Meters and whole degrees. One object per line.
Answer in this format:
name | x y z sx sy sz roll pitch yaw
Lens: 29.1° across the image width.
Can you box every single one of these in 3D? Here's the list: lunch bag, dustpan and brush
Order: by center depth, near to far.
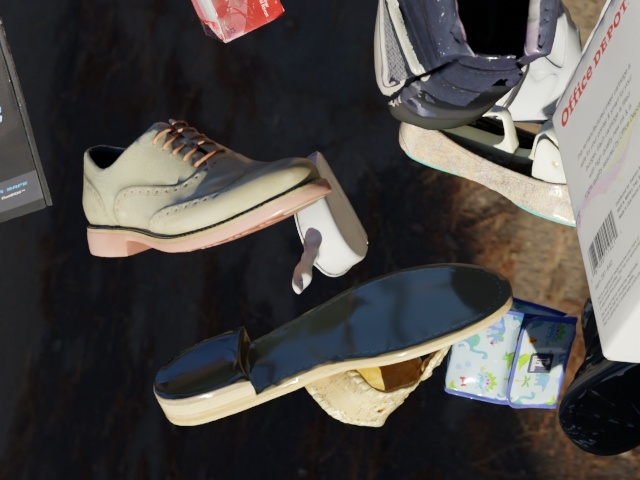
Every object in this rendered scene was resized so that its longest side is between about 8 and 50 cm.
dustpan and brush | 0.000 0.000 1.478 0.060 0.147 0.211 -24 23 14
lunch bag | 0.244 0.142 1.586 0.096 0.151 0.128 -63 -15 -75

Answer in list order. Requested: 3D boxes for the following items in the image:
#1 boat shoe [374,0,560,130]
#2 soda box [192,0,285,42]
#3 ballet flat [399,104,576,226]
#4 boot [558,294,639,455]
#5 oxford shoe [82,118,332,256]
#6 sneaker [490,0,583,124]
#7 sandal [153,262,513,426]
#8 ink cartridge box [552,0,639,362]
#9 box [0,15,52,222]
boat shoe | 0.094 -0.250 0.786 0.158 0.127 0.340 165 101 -79
soda box | -0.142 -0.387 1.540 0.083 0.092 0.263 28 144 62
ballet flat | 0.239 -0.106 1.505 0.316 0.107 0.106 20 135 17
boot | 0.459 0.087 1.489 0.377 0.138 0.284 -37 9 23
oxford shoe | -0.156 -0.068 1.426 0.397 0.140 0.146 -7 101 42
sneaker | 0.331 -0.331 1.835 0.137 0.210 0.365 -10 66 64
sandal | 0.016 0.087 0.805 0.240 0.079 0.088 -17 31 9
ink cartridge box | 0.300 -0.065 1.032 0.201 0.117 0.278 109 163 -50
box | -0.435 -0.096 1.212 0.293 0.296 0.073 94 153 -56
